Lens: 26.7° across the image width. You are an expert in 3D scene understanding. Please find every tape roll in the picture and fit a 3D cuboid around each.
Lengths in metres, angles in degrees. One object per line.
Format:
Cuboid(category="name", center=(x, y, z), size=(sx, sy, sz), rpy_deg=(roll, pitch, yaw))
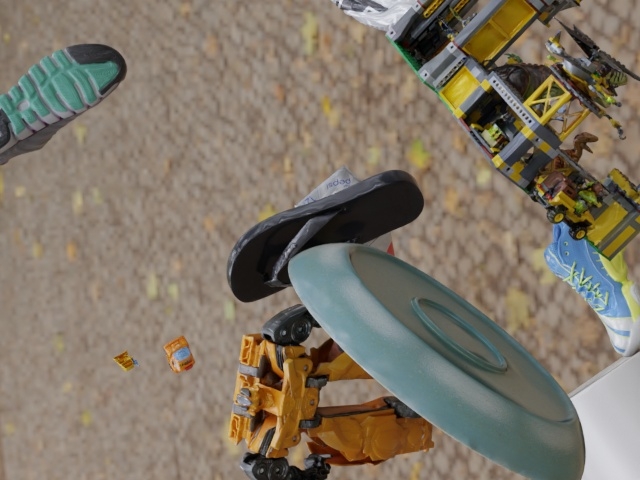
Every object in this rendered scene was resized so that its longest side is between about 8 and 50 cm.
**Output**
Cuboid(category="tape roll", center=(0.443, 0.248, 1.857), size=(0.169, 0.246, 0.246), rpy_deg=(55, 145, 10))

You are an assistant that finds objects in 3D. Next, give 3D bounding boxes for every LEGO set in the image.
Cuboid(category="LEGO set", center=(0.232, -0.160, 1.275), size=(0.192, 0.255, 0.331), rpy_deg=(-46, 33, 14))

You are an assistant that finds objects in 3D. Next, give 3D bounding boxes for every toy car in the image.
Cuboid(category="toy car", center=(-0.224, 0.175, 1.868), size=(0.040, 0.122, 0.060), rpy_deg=(43, 138, 40))

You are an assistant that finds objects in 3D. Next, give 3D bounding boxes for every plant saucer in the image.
Cuboid(category="plant saucer", center=(0.113, 0.095, 1.186), size=(0.043, 0.318, 0.317), rpy_deg=(-54, 41, 13))

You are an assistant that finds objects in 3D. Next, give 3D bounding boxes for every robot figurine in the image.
Cuboid(category="robot figurine", center=(0.017, 0.154, 1.384), size=(0.085, 0.291, 0.211), rpy_deg=(15, 98, 44))

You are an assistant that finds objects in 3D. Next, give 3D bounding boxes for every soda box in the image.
Cuboid(category="soda box", center=(0.046, 0.015, 1.982), size=(0.091, 0.098, 0.286), rpy_deg=(43, 164, 26))

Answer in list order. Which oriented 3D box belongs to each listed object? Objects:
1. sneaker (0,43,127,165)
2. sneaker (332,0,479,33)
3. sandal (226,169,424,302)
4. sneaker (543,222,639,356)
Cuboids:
Cuboid(category="sneaker", center=(-0.337, -0.166, 1.670), size=(0.083, 0.224, 0.098), rpy_deg=(62, 179, 13))
Cuboid(category="sneaker", center=(0.059, -0.376, 1.437), size=(0.366, 0.137, 0.210), rpy_deg=(52, 143, 41))
Cuboid(category="sandal", center=(0.000, -0.001, 1.552), size=(0.254, 0.097, 0.054), rpy_deg=(-29, 42, 13))
Cuboid(category="sneaker", center=(0.388, 0.059, 1.948), size=(0.091, 0.126, 0.240), rpy_deg=(97, 170, -58))
